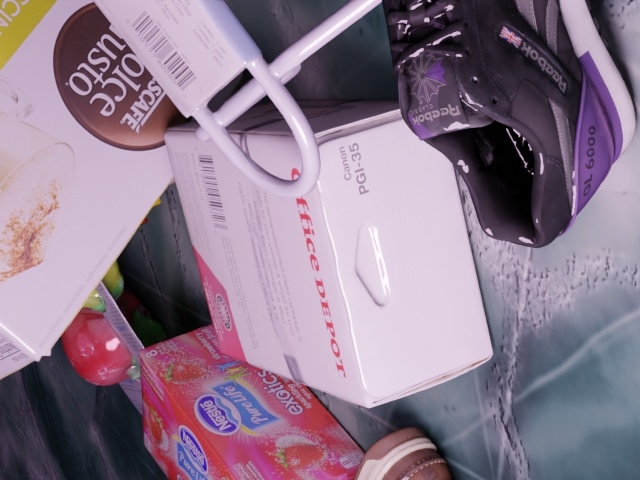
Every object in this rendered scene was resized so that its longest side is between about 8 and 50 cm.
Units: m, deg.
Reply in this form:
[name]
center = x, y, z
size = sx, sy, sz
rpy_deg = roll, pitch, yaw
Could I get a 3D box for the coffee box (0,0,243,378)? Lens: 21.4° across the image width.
[coffee box]
center = -0.336, -0.089, 1.496
size = 0.334, 0.337, 0.338
rpy_deg = 41, 149, -15

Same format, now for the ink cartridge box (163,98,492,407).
[ink cartridge box]
center = 0.000, 0.000, 1.327
size = 0.283, 0.117, 0.207
rpy_deg = 10, 116, 63

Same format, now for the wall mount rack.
[wall mount rack]
center = -0.060, -0.211, 1.092
size = 0.350, 0.130, 0.304
rpy_deg = 52, 150, -4

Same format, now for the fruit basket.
[fruit basket]
center = -0.261, 0.054, 1.928
size = 0.353, 0.165, 0.327
rpy_deg = 52, 165, -7

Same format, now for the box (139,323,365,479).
[box]
center = -0.066, 0.202, 1.608
size = 0.257, 0.122, 0.128
rpy_deg = 46, 145, 44

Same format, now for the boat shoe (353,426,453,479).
[boat shoe]
center = 0.064, 0.277, 1.426
size = 0.095, 0.095, 0.257
rpy_deg = 45, 145, 35

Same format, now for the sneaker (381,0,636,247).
[sneaker]
center = 0.083, -0.123, 0.944
size = 0.107, 0.124, 0.283
rpy_deg = -13, 120, 41

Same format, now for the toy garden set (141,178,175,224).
[toy garden set]
center = -0.189, -0.129, 1.728
size = 0.244, 0.049, 0.204
rpy_deg = -24, 90, 61
